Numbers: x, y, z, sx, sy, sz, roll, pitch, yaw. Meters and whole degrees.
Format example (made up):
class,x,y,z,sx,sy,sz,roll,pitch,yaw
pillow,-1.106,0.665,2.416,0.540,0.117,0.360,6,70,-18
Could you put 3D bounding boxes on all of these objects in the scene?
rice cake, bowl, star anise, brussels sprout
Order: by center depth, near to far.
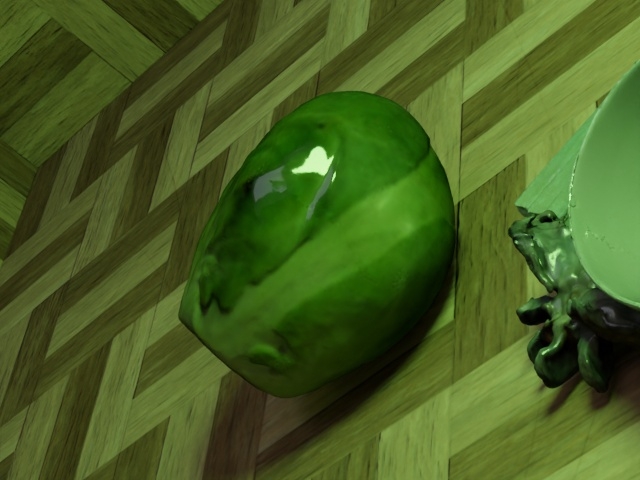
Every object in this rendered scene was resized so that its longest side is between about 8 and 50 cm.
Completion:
class,x,y,z,sx,sy,sz,roll,pitch,yaw
bowl,0.372,-0.047,1.493,0.287,0.144,0.287,-29,47,37
star anise,0.264,0.041,1.661,0.198,0.111,0.257,-35,33,33
rice cake,0.312,-0.099,1.872,0.211,0.038,0.124,-51,22,-2
brussels sprout,0.000,0.000,2.001,0.371,0.276,0.315,-56,19,-11
